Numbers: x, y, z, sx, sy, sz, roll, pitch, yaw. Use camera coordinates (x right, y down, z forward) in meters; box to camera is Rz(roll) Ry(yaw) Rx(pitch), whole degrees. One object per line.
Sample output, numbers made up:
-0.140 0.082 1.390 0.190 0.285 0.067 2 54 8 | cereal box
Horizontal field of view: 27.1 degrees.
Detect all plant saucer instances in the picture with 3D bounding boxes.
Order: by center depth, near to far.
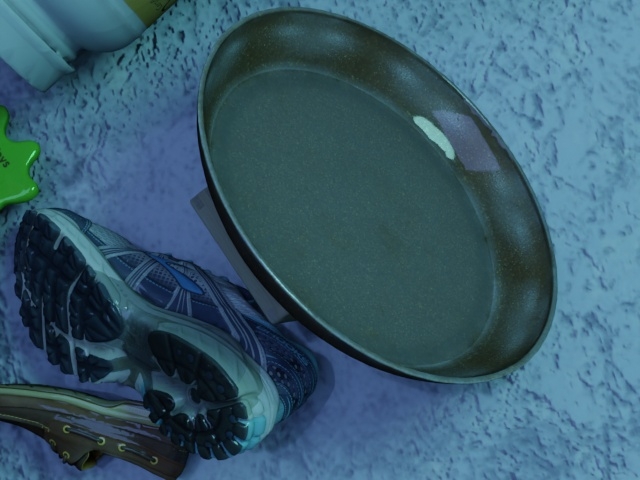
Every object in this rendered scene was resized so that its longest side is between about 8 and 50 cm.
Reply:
0.037 -0.028 0.939 0.310 0.310 0.050 55 130 10 | plant saucer

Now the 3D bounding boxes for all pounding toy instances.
0.000 0.000 0.996 0.100 0.130 0.141 -37 80 13 | pounding toy

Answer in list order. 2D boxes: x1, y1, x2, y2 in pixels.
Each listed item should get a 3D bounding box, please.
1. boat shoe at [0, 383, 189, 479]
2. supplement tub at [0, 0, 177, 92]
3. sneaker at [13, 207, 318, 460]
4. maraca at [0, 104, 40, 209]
-0.185 0.146 1.020 0.178 0.064 0.060 9 81 5 | boat shoe
-0.159 -0.286 0.994 0.316 0.228 0.228 -43 80 0 | supplement tub
-0.123 0.062 1.015 0.283 0.122 0.110 35 123 28 | sneaker
-0.307 -0.032 1.042 0.185 0.099 0.127 -40 79 -10 | maraca
